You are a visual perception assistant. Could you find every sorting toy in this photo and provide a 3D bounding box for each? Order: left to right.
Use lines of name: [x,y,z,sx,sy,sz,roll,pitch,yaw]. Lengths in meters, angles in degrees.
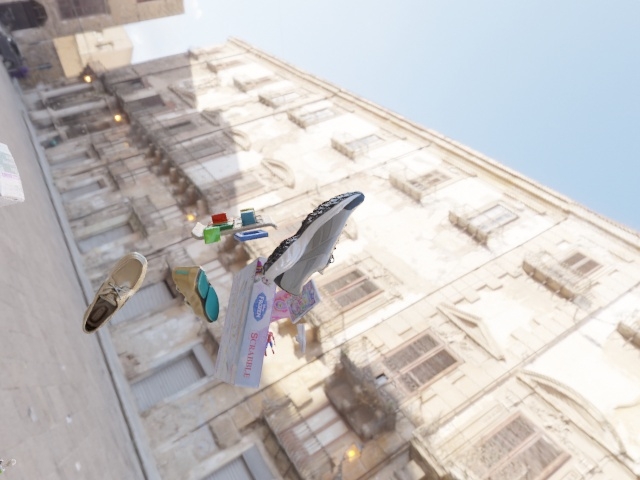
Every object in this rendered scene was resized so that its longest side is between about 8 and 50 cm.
sorting toy: [-0.207,-0.047,1.146,0.347,0.195,0.047,-136,-141,-76]

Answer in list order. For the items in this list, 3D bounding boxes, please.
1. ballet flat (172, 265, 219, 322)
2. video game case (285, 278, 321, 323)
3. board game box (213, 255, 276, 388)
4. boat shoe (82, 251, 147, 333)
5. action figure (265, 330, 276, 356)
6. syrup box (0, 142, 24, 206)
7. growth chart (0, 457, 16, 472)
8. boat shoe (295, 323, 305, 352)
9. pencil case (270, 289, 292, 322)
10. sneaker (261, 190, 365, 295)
ballet flat: [-0.290,0.122,1.113,0.232,0.073,0.080,91,7,-55]
video game case: [-0.054,0.186,1.455,0.122,0.011,0.087,-42,-135,20]
board game box: [-0.207,0.228,1.300,0.318,0.065,0.319,152,-50,-66]
boat shoe: [-0.679,0.176,1.568,0.109,0.302,0.098,38,1,-20]
action figure: [-0.149,0.294,1.370,0.030,0.038,0.115,-111,-165,-46]
syrup box: [-0.568,-0.072,0.668,0.093,0.236,0.096,-172,-115,-76]
growth chart: [-0.710,0.447,0.878,0.021,0.172,0.237,43,-22,26]
boat shoe: [-0.068,0.324,1.578,0.035,0.035,0.100,100,-12,-61]
pencil case: [-0.179,0.246,1.686,0.124,0.284,0.124,-21,90,-77]
sneaker: [0.000,0.000,1.007,0.108,0.271,0.100,45,-7,-13]
